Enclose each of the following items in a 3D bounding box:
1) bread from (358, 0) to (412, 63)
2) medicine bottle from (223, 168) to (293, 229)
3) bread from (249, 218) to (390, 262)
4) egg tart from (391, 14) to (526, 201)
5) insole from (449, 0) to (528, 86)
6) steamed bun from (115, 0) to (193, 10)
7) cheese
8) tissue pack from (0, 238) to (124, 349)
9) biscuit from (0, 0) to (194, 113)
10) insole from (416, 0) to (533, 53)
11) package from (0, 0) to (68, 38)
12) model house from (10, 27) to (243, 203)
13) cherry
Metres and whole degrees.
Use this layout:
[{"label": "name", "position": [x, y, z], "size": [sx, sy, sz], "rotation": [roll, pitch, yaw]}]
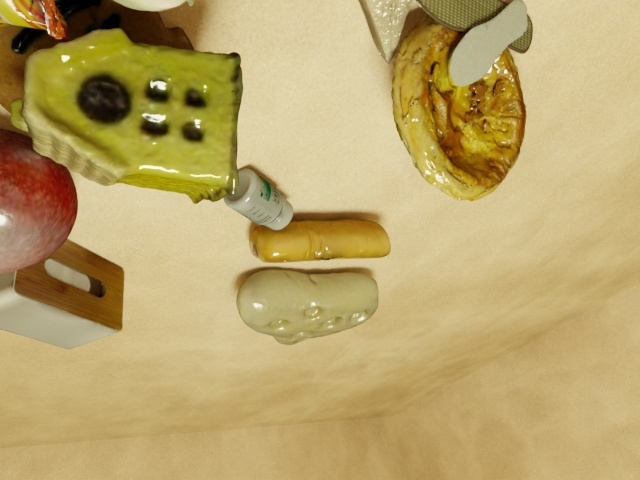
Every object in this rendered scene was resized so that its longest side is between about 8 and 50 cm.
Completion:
[{"label": "bread", "position": [0.102, -0.326, 0.616], "size": [0.105, 0.077, 0.152], "rotation": [-22, 148, 13]}, {"label": "medicine bottle", "position": [-0.115, -0.074, 0.903], "size": [0.080, 0.080, 0.130], "rotation": [-29, 145, 21]}, {"label": "bread", "position": [0.000, 0.000, 1.033], "size": [0.306, 0.091, 0.142], "rotation": [-2, -171, -20]}, {"label": "egg tart", "position": [0.201, -0.199, 0.731], "size": [0.291, 0.290, 0.115], "rotation": [13, 173, -35]}, {"label": "insole", "position": [0.245, -0.288, 0.681], "size": [0.197, 0.004, 0.065], "rotation": [-44, 116, -20]}, {"label": "steamed bun", "position": [-0.156, -0.366, 0.343], "size": [0.275, 0.206, 0.320], "rotation": [6, 122, -55]}, {"label": "cheese", "position": [-0.018, 0.155, 1.237], "size": [0.329, 0.129, 0.351], "rotation": [-19, 149, 11]}, {"label": "tissue pack", "position": [-0.530, 0.098, 0.930], "size": [0.136, 0.159, 0.246], "rotation": [-22, 147, 15]}, {"label": "biscuit", "position": [-0.281, -0.242, 0.620], "size": [0.302, 0.043, 0.278], "rotation": [10, 140, -33]}, {"label": "insole", "position": [0.226, -0.329, 0.671], "size": [0.253, 0.086, 0.005], "rotation": [3, -176, -33]}, {"label": "package", "position": [-0.390, -0.283, 0.427], "size": [0.288, 0.108, 0.223], "rotation": [-2, 143, 17]}, {"label": "model house", "position": [-0.229, -0.131, 0.553], "size": [0.235, 0.174, 0.193], "rotation": [-3, -176, -28]}, {"label": "cherry", "position": [-0.477, -0.042, 0.695], "size": [0.240, 0.206, 0.239], "rotation": [-18, 141, -15]}]
